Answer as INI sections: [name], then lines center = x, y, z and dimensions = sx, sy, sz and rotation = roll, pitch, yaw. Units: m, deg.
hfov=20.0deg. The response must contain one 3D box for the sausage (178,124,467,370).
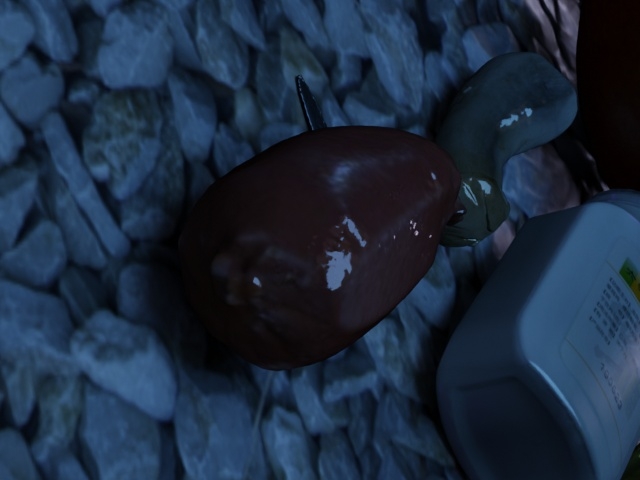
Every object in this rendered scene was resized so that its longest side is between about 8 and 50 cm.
[sausage]
center = 0.000, 0.000, 1.211
dimensions = 0.254, 0.148, 0.148
rotation = -35, 105, -60

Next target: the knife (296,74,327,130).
[knife]
center = 0.015, -0.045, 1.363
dimensions = 0.023, 0.010, 0.170
rotation = -27, 97, -55

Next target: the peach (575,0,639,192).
[peach]
center = 0.408, -0.151, 1.668
dimensions = 0.388, 0.388, 0.388
rotation = 27, 55, -47

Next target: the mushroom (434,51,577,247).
[mushroom]
center = 0.138, -0.079, 1.493
dimensions = 0.092, 0.081, 0.223
rotation = 44, 43, -6

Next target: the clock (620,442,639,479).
[clock]
center = 0.315, 0.228, 1.554
dimensions = 0.202, 0.143, 0.096
rotation = -30, 98, -51

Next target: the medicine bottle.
[medicine bottle]
center = 0.212, 0.078, 1.496
dimensions = 0.179, 0.124, 0.324
rotation = 61, 37, -18
